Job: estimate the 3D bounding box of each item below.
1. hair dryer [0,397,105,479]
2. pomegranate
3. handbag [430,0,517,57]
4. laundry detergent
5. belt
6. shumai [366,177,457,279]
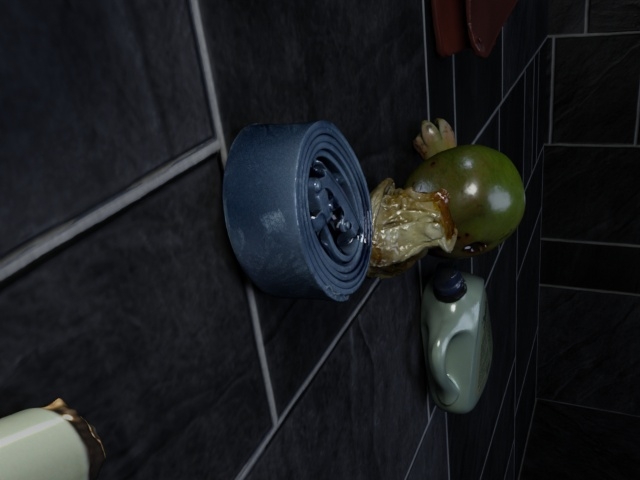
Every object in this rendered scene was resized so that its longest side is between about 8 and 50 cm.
[{"bbox_3d":[-0.186,0.115,0.207,0.362,0.128,0.203,-3,96,-73],"label":"hair dryer"},{"bbox_3d":[0.207,-0.077,0.922,0.179,0.179,0.210,20,75,-64],"label":"pomegranate"},{"bbox_3d":[0.253,-0.462,1.036,0.275,0.084,0.260,-53,139,-39],"label":"handbag"},{"bbox_3d":[0.230,0.154,1.097,0.215,0.105,0.280,-65,150,-33],"label":"laundry detergent"},{"bbox_3d":[-0.015,-0.021,0.568,0.190,0.082,0.141,53,45,-54],"label":"belt"},{"bbox_3d":[0.114,-0.012,0.804,0.145,0.116,0.145,6,90,-67],"label":"shumai"}]
